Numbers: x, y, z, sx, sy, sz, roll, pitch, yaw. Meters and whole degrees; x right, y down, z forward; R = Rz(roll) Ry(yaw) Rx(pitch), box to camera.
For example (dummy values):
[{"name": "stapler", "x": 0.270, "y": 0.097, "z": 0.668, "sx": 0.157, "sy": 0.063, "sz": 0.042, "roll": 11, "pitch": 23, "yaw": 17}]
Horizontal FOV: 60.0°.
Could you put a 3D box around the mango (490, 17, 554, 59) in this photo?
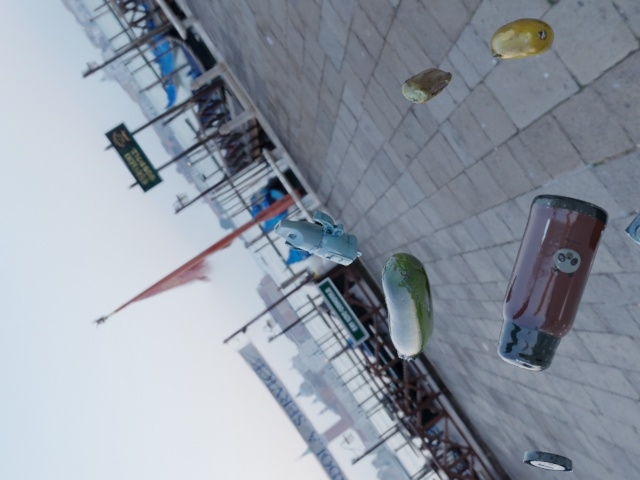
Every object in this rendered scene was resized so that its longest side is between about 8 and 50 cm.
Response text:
[{"name": "mango", "x": 0.358, "y": -0.360, "z": 1.001, "sx": 0.187, "sy": 0.101, "sz": 0.066, "roll": -88, "pitch": -8, "yaw": -79}]

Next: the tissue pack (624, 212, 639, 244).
[{"name": "tissue pack", "x": 0.741, "y": -0.088, "z": 1.015, "sx": 0.228, "sy": 0.315, "sz": 0.103, "roll": 13, "pitch": -146, "yaw": -37}]

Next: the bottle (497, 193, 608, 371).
[{"name": "bottle", "x": 0.438, "y": 0.086, "z": 1.080, "sx": 0.144, "sy": 0.336, "sz": 0.144, "roll": 19, "pitch": 179, "yaw": 0}]

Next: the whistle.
[{"name": "whistle", "x": 0.000, "y": 0.000, "z": 1.553, "sx": 0.274, "sy": 0.093, "sz": 0.186, "roll": 19, "pitch": 146, "yaw": -25}]

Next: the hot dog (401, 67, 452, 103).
[{"name": "hot dog", "x": 0.281, "y": -0.406, "z": 1.451, "sx": 0.083, "sy": 0.289, "sz": 0.068, "roll": 18, "pitch": 120, "yaw": 20}]

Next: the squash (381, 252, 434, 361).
[{"name": "squash", "x": 0.160, "y": 0.137, "z": 0.992, "sx": 0.087, "sy": 0.087, "sz": 0.331, "roll": 50, "pitch": 163, "yaw": 37}]

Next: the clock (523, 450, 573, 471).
[{"name": "clock", "x": 0.410, "y": 0.399, "z": 0.999, "sx": 0.085, "sy": 0.017, "sz": 0.085, "roll": 12, "pitch": 153, "yaw": 6}]
